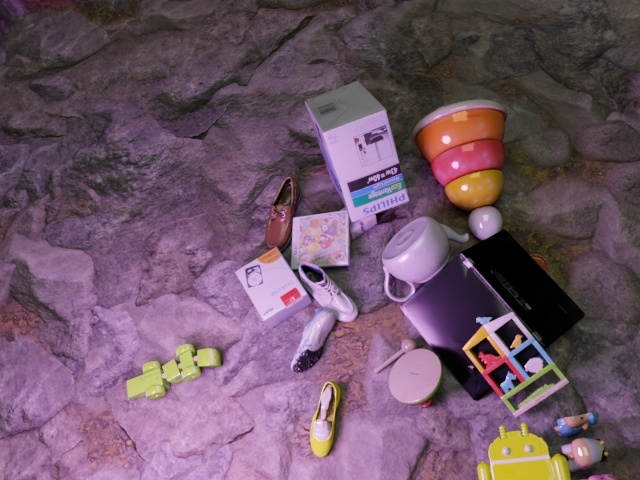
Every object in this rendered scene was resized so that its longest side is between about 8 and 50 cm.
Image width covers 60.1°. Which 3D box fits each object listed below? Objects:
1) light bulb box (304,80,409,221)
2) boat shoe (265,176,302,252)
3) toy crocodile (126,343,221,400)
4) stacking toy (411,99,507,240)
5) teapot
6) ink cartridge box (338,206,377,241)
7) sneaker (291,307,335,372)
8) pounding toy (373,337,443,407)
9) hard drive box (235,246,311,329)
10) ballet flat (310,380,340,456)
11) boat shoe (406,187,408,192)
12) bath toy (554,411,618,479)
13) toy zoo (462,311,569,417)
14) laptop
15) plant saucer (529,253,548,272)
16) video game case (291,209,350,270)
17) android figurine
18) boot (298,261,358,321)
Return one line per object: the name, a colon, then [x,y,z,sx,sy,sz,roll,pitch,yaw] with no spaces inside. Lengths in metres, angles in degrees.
light bulb box: [0.127,-0.324,1.984,0.225,0.361,0.358,-20,32,0]
boat shoe: [-0.154,-0.104,2.123,0.110,0.104,0.308,4,61,13]
toy crocodile: [-0.501,0.452,1.881,0.340,0.105,0.115,-26,59,1]
stacking toy: [0.538,-0.228,1.991,0.350,0.350,0.480,-10,76,5]
teapot: [0.344,0.059,1.889,0.187,0.256,0.253,46,45,-13]
ink cartridge box: [0.122,-0.073,2.075,0.150,0.063,0.109,-34,59,-8]
sneaker: [-0.032,0.337,1.867,0.086,0.085,0.237,12,64,47]
pounding toy: [0.305,0.434,1.741,0.183,0.110,0.237,-46,32,-3]
hard drive box: [-0.168,0.167,1.979,0.181,0.089,0.232,-32,60,-8]
ballet flat: [0.011,0.550,1.728,0.077,0.077,0.231,7,62,14]
boat shoe: [0.270,-0.198,2.133,0.142,0.040,0.049,19,36,21]
bath toy: [0.743,0.650,1.482,0.128,0.151,0.349,-19,59,20]
toy zoo: [0.564,0.350,1.655,0.192,0.030,0.293,-42,72,18]
laptop: [0.558,0.227,1.809,0.407,0.236,0.382,-23,66,-36]
plant saucer: [0.734,0.086,1.894,0.083,0.013,0.084,-4,60,8]
video game case: [0.000,0.000,2.032,0.226,0.026,0.207,-7,69,22]
android figurine: [0.566,0.654,1.547,0.248,0.056,0.273,-15,59,24]
boot: [0.019,0.175,1.916,0.258,0.123,0.095,35,72,26]
